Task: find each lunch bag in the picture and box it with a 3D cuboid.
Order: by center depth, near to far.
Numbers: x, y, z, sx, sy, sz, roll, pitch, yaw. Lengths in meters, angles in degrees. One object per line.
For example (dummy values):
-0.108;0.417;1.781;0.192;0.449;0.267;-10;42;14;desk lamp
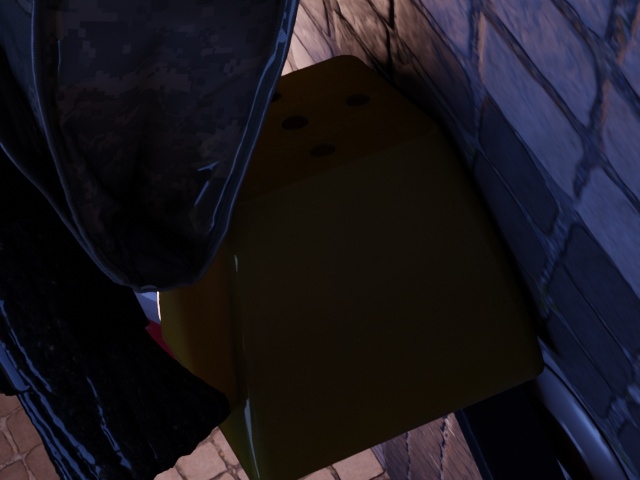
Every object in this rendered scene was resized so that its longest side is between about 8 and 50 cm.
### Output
-0.123;-0.139;0.845;0.235;0.169;0.287;-118;29;-48;lunch bag

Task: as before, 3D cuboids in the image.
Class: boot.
-0.170;0.024;0.991;0.260;0.131;0.348;50;-168;-8;boot

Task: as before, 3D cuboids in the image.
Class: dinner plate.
0.180;0.144;1.049;0.141;0.017;0.141;58;173;11;dinner plate

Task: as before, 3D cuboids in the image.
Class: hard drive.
0.146;0.178;1.076;0.172;0.054;0.254;66;-179;-69;hard drive

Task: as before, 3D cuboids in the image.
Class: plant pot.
0.000;0.000;0.978;0.212;0.212;0.187;-132;25;-55;plant pot

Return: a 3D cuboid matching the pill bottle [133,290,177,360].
-0.048;0.049;1.350;0.229;0.229;0.407;54;172;30;pill bottle
